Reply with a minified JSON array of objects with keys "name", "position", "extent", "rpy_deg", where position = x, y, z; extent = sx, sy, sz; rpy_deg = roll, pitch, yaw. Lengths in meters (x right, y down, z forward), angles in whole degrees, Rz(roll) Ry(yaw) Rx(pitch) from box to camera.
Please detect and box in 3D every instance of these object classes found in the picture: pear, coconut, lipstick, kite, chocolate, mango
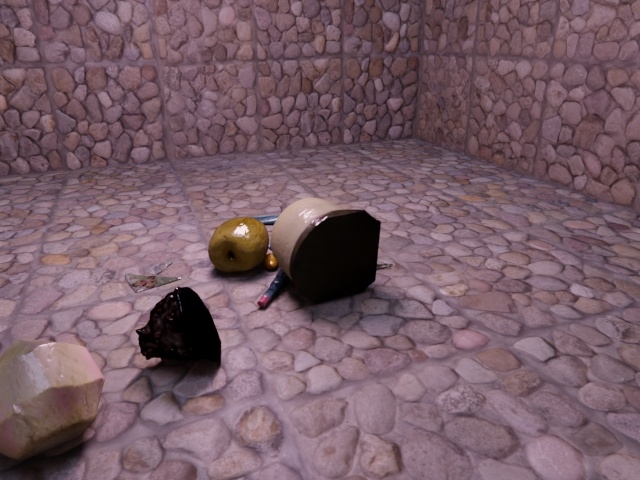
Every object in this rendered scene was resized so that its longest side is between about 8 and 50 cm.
[{"name":"pear","position":[-0.301,0.012,1.849],"extent":[0.228,0.189,0.211],"rpy_deg":[-8,24,18]},{"name":"coconut","position":[-0.612,0.327,1.070],"extent":[0.258,0.260,0.259],"rpy_deg":[-1,22,0]},{"name":"lipstick","position":[-0.152,0.156,1.685],"extent":[0.053,0.054,0.234],"rpy_deg":[6,25,17]},{"name":"kite","position":[-0.617,0.129,1.821],"extent":[0.229,0.012,0.250],"rpy_deg":[5,22,11]},{"name":"chocolate","position":[0.000,0.000,1.676],"extent":[0.325,0.315,0.297],"rpy_deg":[-11,32,-19]},{"name":"chocolate","position":[-0.398,0.249,1.330],"extent":[0.176,0.224,0.206],"rpy_deg":[-25,25,1]},{"name":"mango","position":[-0.188,0.080,1.873],"extent":[0.059,0.046,0.089],"rpy_deg":[-5,25,-16]}]

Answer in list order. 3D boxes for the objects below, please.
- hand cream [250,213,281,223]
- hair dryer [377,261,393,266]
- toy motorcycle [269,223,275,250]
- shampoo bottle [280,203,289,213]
[{"name":"hand cream","position":[-0.237,-0.098,2.319],"extent":[0.223,0.048,0.083],"rpy_deg":[-3,25,7]},{"name":"hair dryer","position":[0.151,0.084,1.860],"extent":[0.199,0.068,0.167],"rpy_deg":[-8,15,-44]},{"name":"toy motorcycle","position":[-0.128,0.024,1.930],"extent":[0.135,0.092,0.255],"rpy_deg":[38,18,-25]},{"name":"shampoo bottle","position":[-0.150,-0.140,2.411],"extent":[0.079,0.040,0.165],"rpy_deg":[-13,25,-25]}]
